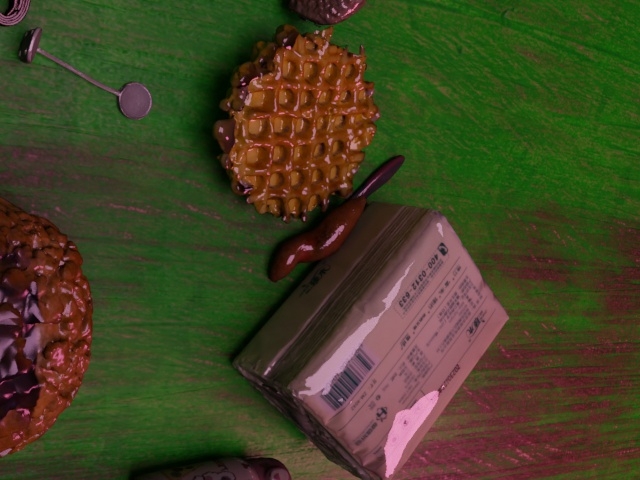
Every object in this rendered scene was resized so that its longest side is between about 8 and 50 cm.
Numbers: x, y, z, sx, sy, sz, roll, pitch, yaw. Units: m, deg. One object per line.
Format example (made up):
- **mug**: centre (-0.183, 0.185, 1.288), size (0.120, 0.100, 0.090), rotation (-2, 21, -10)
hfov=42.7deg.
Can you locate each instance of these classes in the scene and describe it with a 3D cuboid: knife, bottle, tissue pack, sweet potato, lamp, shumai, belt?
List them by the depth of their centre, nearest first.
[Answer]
- **belt**: centre (-0.382, -0.302, 0.989), size (0.059, 0.036, 0.083), rotation (3, 98, -30)
- **lamp**: centre (-0.297, -0.212, 1.064), size (0.198, 0.056, 0.050), rotation (24, 83, -41)
- **shumai**: centre (0.015, -0.392, 1.227), size (0.116, 0.145, 0.146), rotation (-50, 140, -72)
- **bottle**: centre (-0.159, 0.395, 1.257), size (0.253, 0.120, 0.121), rotation (-3, 102, -36)
- **sweet potato**: centre (0.000, -0.001, 1.313), size (0.202, 0.058, 0.055), rotation (-37, 155, -12)
- **tissue pack**: centre (0.095, 0.165, 1.337), size (0.380, 0.207, 0.297), rotation (-48, 121, -19)
- **knife**: centre (0.060, -0.063, 1.383), size (0.247, 0.018, 0.035), rotation (-44, 126, -17)

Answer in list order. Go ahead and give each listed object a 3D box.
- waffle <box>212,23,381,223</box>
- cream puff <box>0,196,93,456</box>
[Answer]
- **waffle**: centre (-0.034, -0.177, 1.232), size (0.329, 0.062, 0.329), rotation (-20, 122, -35)
- **cream puff**: centre (-0.417, 0.114, 0.935), size (0.327, 0.231, 0.343), rotation (45, 73, -38)
